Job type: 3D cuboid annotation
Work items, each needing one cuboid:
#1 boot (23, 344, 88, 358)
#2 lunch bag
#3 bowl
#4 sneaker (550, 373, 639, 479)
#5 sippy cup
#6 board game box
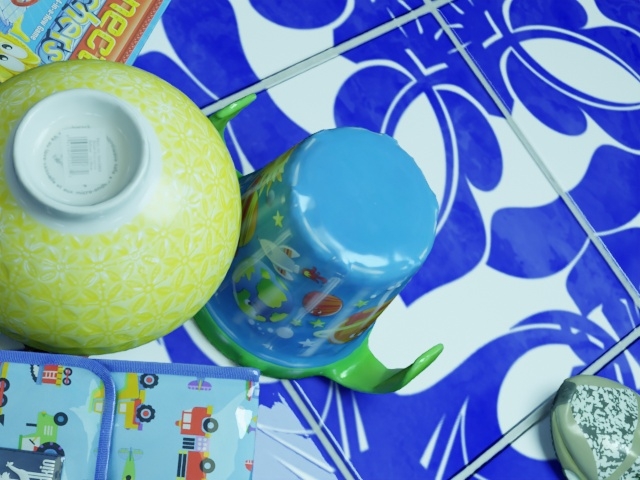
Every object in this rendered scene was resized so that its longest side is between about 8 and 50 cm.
[{"bbox_3d":[-0.275,0.055,1.196,0.158,0.059,0.084,52,51,-7],"label":"boot"},{"bbox_3d":[-0.216,0.217,1.108,0.293,0.138,0.221,7,77,-12],"label":"lunch bag"},{"bbox_3d":[-0.211,-0.053,1.105,0.289,0.156,0.290,2,71,-7],"label":"bowl"},{"bbox_3d":[0.449,0.270,1.397,0.410,0.182,0.158,35,56,-9],"label":"sneaker"},{"bbox_3d":[0.000,0.000,1.262,0.305,0.224,0.240,24,58,-16],"label":"sippy cup"},{"bbox_3d":[-0.323,-0.280,1.307,0.301,0.086,0.308,31,57,-12],"label":"board game box"}]
